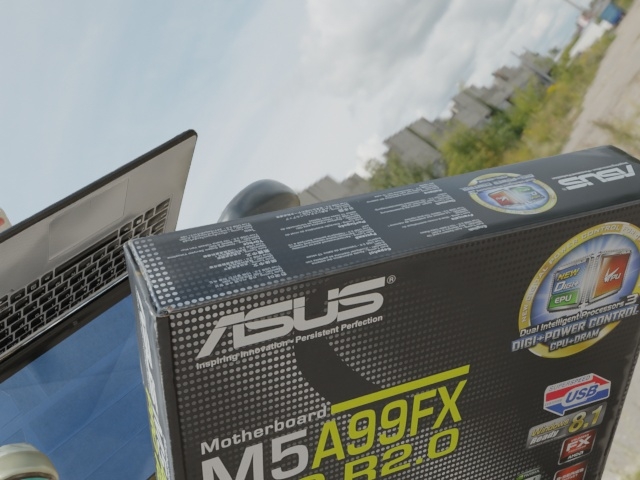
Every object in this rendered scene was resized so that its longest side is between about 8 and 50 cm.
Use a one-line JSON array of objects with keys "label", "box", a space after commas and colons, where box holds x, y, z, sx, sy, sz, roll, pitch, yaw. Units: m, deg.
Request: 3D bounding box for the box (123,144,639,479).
[{"label": "box", "box": [0.047, 0.077, 0.409, 0.270, 0.060, 0.216, -12, -55, -21]}]

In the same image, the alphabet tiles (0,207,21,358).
[{"label": "alphabet tiles", "box": [-0.544, 0.056, 1.099, 0.278, 0.284, 0.021, -23, -10, -44]}]

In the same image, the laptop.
[{"label": "laptop", "box": [-0.257, 0.136, 1.009, 0.382, 0.236, 0.408, -39, -16, -39]}]

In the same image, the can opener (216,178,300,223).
[{"label": "can opener", "box": [0.000, 0.000, 0.643, 0.283, 0.076, 0.095, -12, -47, -63]}]

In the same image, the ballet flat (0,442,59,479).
[{"label": "ballet flat", "box": [-0.345, 0.271, 0.860, 0.086, 0.086, 0.248, -46, -6, -44]}]
